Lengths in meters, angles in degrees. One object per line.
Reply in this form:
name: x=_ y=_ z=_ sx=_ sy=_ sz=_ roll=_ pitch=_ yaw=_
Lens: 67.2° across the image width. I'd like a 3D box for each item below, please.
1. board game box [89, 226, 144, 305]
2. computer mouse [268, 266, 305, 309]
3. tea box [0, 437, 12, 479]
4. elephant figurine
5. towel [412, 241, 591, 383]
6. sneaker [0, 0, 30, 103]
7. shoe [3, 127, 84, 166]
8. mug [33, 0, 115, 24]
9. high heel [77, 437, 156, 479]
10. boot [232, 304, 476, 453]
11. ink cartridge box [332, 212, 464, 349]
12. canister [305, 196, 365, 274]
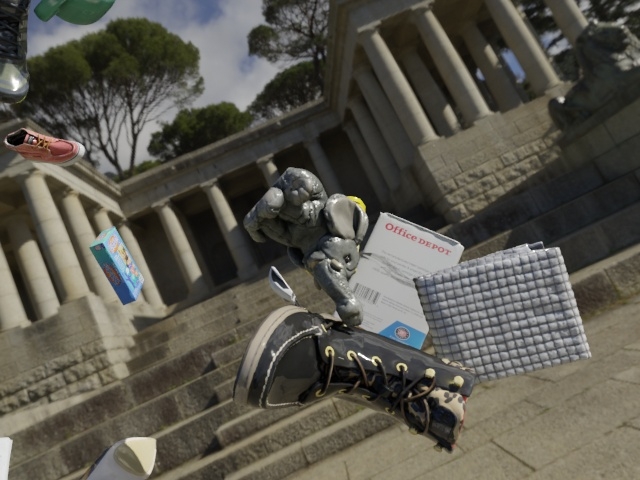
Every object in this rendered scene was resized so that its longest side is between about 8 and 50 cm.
board game box: x=-0.636 y=0.077 z=1.516 sx=0.047 sy=0.210 sz=0.160 roll=-22 pitch=20 yaw=-2
computer mouse: x=-0.100 y=0.158 z=1.393 sx=0.042 sy=0.193 sz=0.106 roll=-36 pitch=-25 yaw=-8
tea box: x=-0.680 y=0.504 z=0.729 sx=0.324 sy=0.329 sz=0.219 roll=10 pitch=-73 yaw=-33
elephant figurine: x=0.000 y=0.000 z=0.806 sx=0.186 sy=0.239 sz=0.169 roll=-51 pitch=9 yaw=-15
towel: x=0.354 y=0.145 z=0.966 sx=0.284 sy=0.234 sz=0.121 roll=-16 pitch=-6 yaw=5
sneaker: x=-0.571 y=-0.389 z=0.852 sx=0.121 sy=0.299 sz=0.111 roll=-18 pitch=-9 yaw=41
shoe: x=-0.661 y=-0.223 z=1.149 sx=0.178 sy=0.063 sz=0.081 roll=4 pitch=-16 yaw=17
mug: x=-0.448 y=-0.472 z=0.897 sx=0.130 sy=0.157 sz=0.097 roll=8 pitch=-9 yaw=-43
high heel: x=-0.423 y=0.468 z=0.888 sx=0.186 sy=0.093 sz=0.261 roll=-40 pitch=-3 yaw=12
boot: x=0.070 y=0.207 z=0.709 sx=0.284 sy=0.138 sz=0.377 roll=18 pitch=-2 yaw=21
ink cartridge box: x=0.195 y=0.118 z=1.225 sx=0.307 sy=0.223 sz=0.129 roll=-64 pitch=-14 yaw=-9
canister: x=0.031 y=-0.007 z=1.090 sx=0.126 sy=0.169 sz=0.073 roll=-5 pitch=-31 yaw=25
